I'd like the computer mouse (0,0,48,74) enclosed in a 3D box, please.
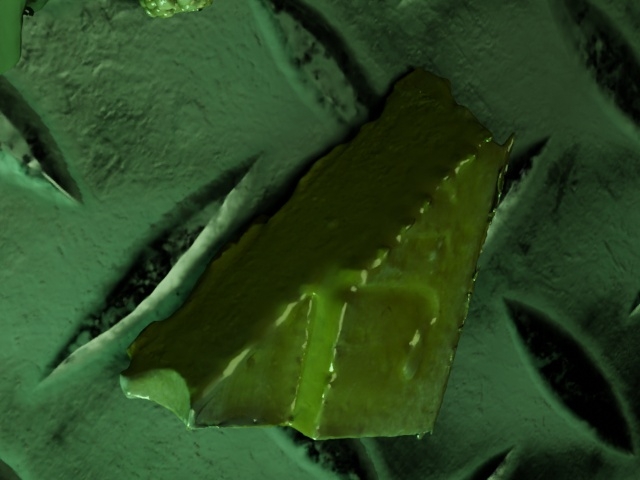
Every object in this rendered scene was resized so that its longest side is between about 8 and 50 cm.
[{"bbox_3d":[-0.279,-0.272,1.114,0.228,0.145,0.429,-65,154,-23],"label":"computer mouse"}]

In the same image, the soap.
[{"bbox_3d":[0.000,0.000,1.433,0.304,0.169,0.339,5,103,-43],"label":"soap"}]

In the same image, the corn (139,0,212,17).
[{"bbox_3d":[-0.132,-0.289,1.306,0.087,0.087,0.211,-23,117,-23],"label":"corn"}]
